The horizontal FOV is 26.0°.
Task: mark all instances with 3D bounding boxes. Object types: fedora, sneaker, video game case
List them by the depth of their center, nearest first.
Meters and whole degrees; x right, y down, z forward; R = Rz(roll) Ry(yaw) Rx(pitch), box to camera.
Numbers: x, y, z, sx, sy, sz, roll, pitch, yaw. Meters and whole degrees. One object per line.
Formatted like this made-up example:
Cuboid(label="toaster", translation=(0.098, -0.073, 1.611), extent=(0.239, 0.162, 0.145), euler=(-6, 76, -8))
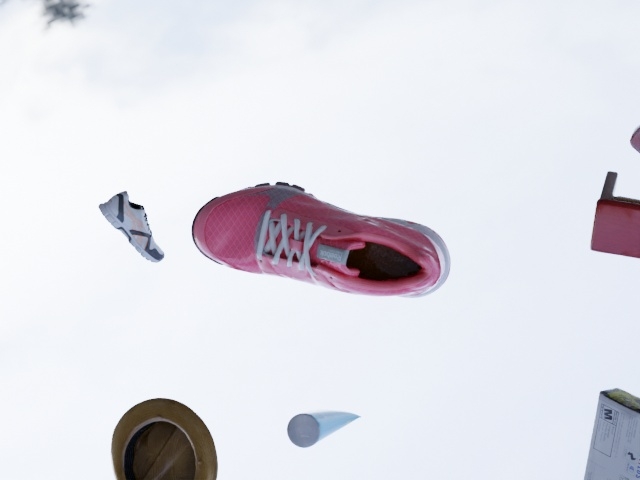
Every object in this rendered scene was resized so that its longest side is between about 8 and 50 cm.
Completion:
Cuboid(label="video game case", translation=(0.371, 0.302, 1.491), extent=(0.042, 0.232, 0.210), euler=(-7, -159, -39))
Cuboid(label="sneaker", translation=(0.000, -0.001, 1.625), extent=(0.314, 0.115, 0.136), euler=(9, -175, 3))
Cuboid(label="sneaker", translation=(-0.225, -0.016, 1.717), extent=(0.044, 0.109, 0.040), euler=(-41, -151, -1))
Cuboid(label="fedora", translation=(-0.210, 0.311, 1.985), extent=(0.194, 0.194, 0.079), euler=(-9, -178, 30))

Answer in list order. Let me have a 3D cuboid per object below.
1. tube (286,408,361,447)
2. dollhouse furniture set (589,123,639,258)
Cuboid(label="tube", translation=(0.001, 0.284, 2.178), extent=(0.080, 0.052, 0.207), euler=(10, -177, 16))
Cuboid(label="dollhouse furniture set", translation=(0.477, -0.039, 1.436), extent=(0.374, 0.201, 0.152), euler=(9, -151, 12))
